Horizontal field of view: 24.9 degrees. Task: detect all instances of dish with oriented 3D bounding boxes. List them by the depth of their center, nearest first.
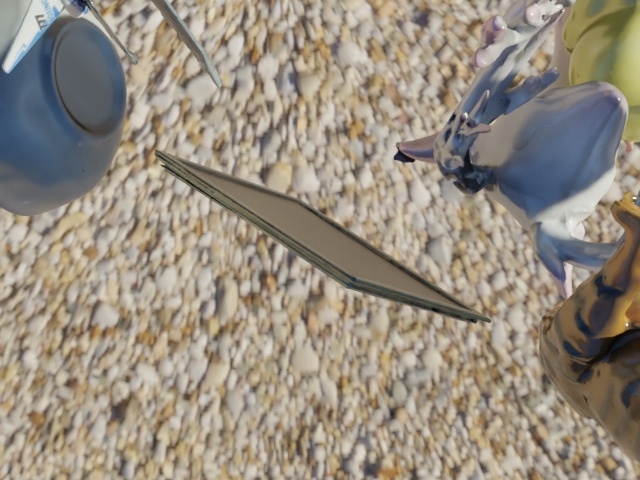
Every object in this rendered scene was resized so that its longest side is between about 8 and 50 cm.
[{"bbox_3d":[-0.287,-0.158,1.522,0.117,0.256,0.256,-9,105,29],"label":"dish"}]

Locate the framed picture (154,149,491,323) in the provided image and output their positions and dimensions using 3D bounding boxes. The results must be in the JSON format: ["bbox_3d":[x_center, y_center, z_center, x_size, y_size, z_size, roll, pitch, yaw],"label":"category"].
[{"bbox_3d":[0.000,0.000,0.877,0.142,0.183,0.011,18,102,-50],"label":"framed picture"}]

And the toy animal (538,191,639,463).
[{"bbox_3d":[0.152,0.065,0.475,0.114,0.255,0.116,-1,118,-28],"label":"toy animal"}]

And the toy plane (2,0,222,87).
[{"bbox_3d":[-0.116,-0.150,0.566,0.058,0.226,0.226,-36,66,-22],"label":"toy plane"}]

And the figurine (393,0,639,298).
[{"bbox_3d":[0.166,-0.109,0.868,0.206,0.284,0.315,25,65,-10],"label":"figurine"}]
